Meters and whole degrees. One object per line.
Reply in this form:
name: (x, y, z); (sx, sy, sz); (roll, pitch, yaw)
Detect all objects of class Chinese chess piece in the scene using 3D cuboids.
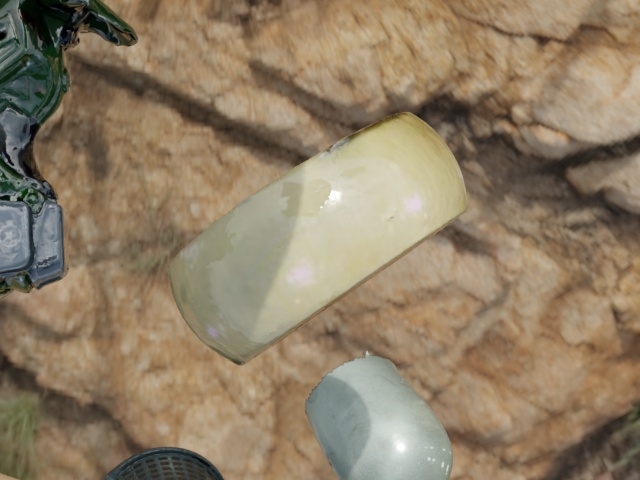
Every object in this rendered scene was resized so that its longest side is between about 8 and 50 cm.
Chinese chess piece: (0.000, 0.000, 1.092); (0.251, 0.251, 0.097); (-34, 87, 9)

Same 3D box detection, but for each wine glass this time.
wine glass: (0.103, 0.275, 1.508); (0.143, 0.321, 0.143); (-22, 147, -15)

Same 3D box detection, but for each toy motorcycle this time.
toy motorcycle: (-0.221, -0.089, 0.979); (0.187, 0.125, 0.275); (-3, 85, -4)

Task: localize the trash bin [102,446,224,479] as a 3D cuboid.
trash bin: (-0.175, 0.354, 1.632); (0.175, 0.161, 0.175); (-5, 106, -17)

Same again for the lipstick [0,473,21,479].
lipstick: (-0.164, 0.104, 0.605); (0.094, 0.019, 0.019); (22, 108, -12)
